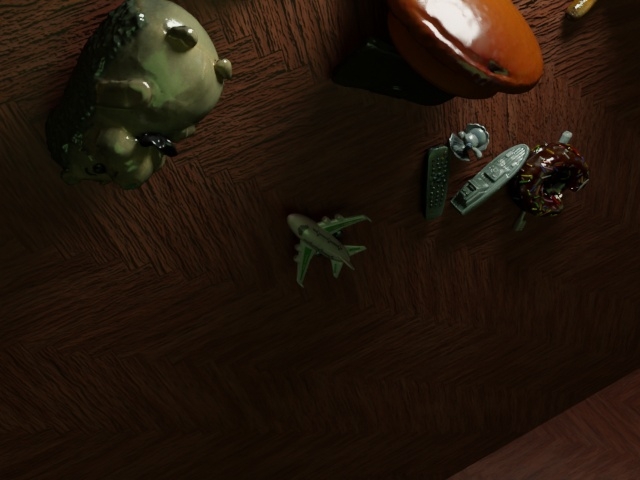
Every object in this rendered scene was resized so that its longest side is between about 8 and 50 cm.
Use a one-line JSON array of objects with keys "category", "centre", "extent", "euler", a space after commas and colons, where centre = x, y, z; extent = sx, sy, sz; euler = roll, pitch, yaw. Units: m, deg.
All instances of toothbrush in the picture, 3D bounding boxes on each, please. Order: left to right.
[{"category": "toothbrush", "centre": [0.678, -0.174, 1.615], "extent": [0.030, 0.025, 0.342], "euler": [1, 122, -26]}]

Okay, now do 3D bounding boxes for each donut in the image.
[{"category": "donut", "centre": [0.674, -0.175, 1.540], "extent": [0.230, 0.096, 0.216], "euler": [-35, 122, 13]}]

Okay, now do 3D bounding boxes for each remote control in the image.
[{"category": "remote control", "centre": [0.310, -0.154, 1.428], "extent": [0.072, 0.042, 0.221], "euler": [-15, 128, -17]}]

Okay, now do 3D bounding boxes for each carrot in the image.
[{"category": "carrot", "centre": [0.678, -0.612, 1.281], "extent": [0.191, 0.047, 0.047], "euler": [-43, 132, 6]}]

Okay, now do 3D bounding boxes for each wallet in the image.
[{"category": "wallet", "centre": [0.186, -0.357, 1.145], "extent": [0.310, 0.042, 0.165], "euler": [5, 166, -29]}]

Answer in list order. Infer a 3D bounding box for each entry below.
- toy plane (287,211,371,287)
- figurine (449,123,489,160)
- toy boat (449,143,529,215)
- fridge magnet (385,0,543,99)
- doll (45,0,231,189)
[{"category": "toy plane", "centre": [-0.001, -0.002, 1.340], "extent": [0.251, 0.101, 0.255], "euler": [-46, 127, 9]}, {"category": "figurine", "centre": [0.386, -0.251, 1.368], "extent": [0.086, 0.094, 0.082], "euler": [-33, 180, -41]}, {"category": "toy boat", "centre": [0.478, -0.176, 1.474], "extent": [0.260, 0.078, 0.085], "euler": [-42, 146, 9]}, {"category": "fridge magnet", "centre": [0.276, -0.415, 1.026], "extent": [0.364, 0.363, 0.155], "euler": [3, 146, -29]}, {"category": "doll", "centre": [-0.322, -0.237, 0.911], "extent": [0.350, 0.247, 0.247], "euler": [-37, 132, 12]}]
